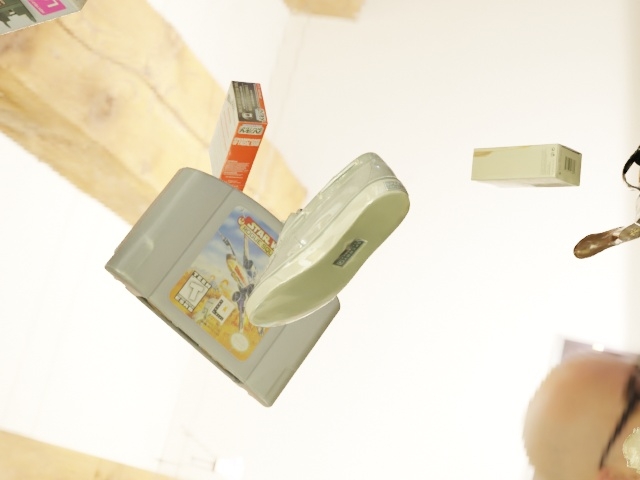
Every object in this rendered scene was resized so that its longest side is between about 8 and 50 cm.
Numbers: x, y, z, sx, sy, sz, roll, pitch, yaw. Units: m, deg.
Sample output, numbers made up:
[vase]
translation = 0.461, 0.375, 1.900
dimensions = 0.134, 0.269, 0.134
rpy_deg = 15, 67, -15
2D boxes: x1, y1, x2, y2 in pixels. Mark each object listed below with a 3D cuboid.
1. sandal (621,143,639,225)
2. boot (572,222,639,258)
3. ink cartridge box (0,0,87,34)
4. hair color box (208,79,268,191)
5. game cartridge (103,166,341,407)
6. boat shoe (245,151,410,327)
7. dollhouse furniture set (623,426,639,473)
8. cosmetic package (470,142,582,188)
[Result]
[sandal]
translation = 0.382, -0.083, 1.386
dimensions = 0.097, 0.054, 0.254
rpy_deg = -64, -7, 18
[boot]
translation = 0.476, -0.001, 1.980
dimensions = 0.037, 0.106, 0.114
rpy_deg = 63, 174, -1
[ink cartridge box]
translation = -0.412, -0.305, 1.335
dimensions = 0.186, 0.311, 0.065
rpy_deg = 49, -127, -36
[hair color box]
translation = -0.134, -0.166, 1.952
dimensions = 0.167, 0.053, 0.093
rpy_deg = 114, 152, -48
[game cartridge]
translation = -0.113, 0.053, 1.570
dimensions = 0.297, 0.062, 0.198
rpy_deg = 44, -105, -23
[boat shoe]
translation = 0.000, -0.001, 1.244
dimensions = 0.079, 0.227, 0.081
rpy_deg = 19, -144, -42
[dollhouse furniture set]
translation = 0.480, 0.359, 1.747
dimensions = 0.182, 0.101, 0.160
rpy_deg = 43, -121, -75
[cosmetic package]
translation = 0.238, -0.085, 1.397
dimensions = 0.060, 0.115, 0.041
rpy_deg = 13, -100, -49
